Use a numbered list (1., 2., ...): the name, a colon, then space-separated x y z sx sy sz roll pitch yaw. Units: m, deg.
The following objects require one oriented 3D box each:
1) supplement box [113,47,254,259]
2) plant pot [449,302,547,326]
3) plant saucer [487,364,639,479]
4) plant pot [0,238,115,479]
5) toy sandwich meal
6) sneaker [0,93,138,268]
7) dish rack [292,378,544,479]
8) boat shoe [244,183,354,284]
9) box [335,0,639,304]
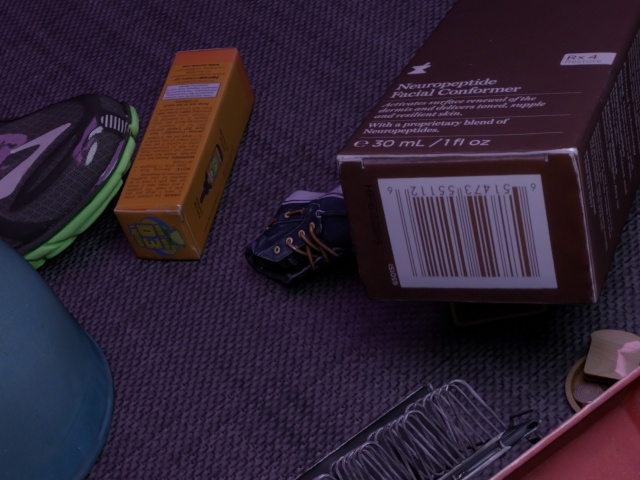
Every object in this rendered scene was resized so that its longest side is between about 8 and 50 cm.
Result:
1. supplement box: -0.133 -0.091 1.299 0.080 0.078 0.233 -1 48 16
2. plant pot: 0.148 0.013 1.120 0.081 0.081 0.083 -10 36 8
3. plant saucer: 0.172 0.252 0.819 0.259 0.258 0.048 -34 5 -15
4. plant pot: -0.344 0.088 1.074 0.272 0.255 0.271 -9 46 10
5. toy sandwich meal: 0.236 0.110 1.034 0.085 0.029 0.085 -9 47 9
6. sneaker: -0.416 -0.066 1.273 0.483 0.202 0.185 -11 47 7
7. dish rack: 0.038 0.172 0.897 0.208 0.271 0.074 -35 84 -15
8. boat shoe: 0.000 0.000 1.151 0.083 0.065 0.183 -49 19 -19
9. box: 0.175 -0.102 1.094 0.191 0.143 0.381 0 29 24
